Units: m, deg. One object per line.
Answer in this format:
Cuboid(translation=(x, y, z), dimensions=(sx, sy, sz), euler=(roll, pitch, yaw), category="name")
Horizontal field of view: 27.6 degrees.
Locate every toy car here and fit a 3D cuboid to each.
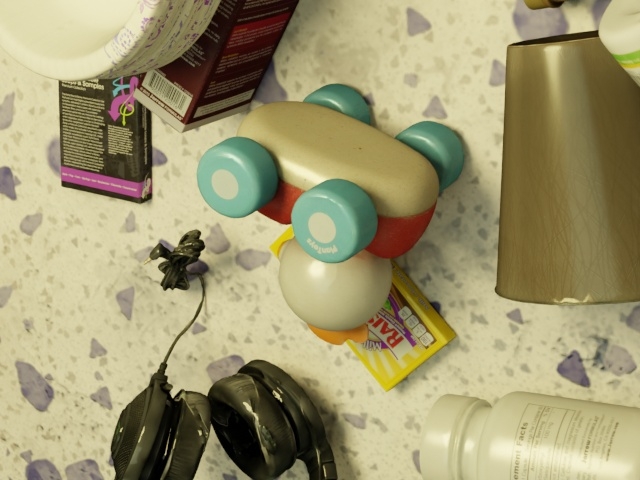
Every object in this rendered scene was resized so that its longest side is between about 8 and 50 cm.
Cuboid(translation=(0.000, 0.000, 1.294), dimensions=(0.210, 0.219, 0.238), euler=(25, 123, 22), category="toy car")

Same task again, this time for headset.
Cuboid(translation=(-0.111, 0.195, 1.411), dimensions=(0.185, 0.243, 0.394), euler=(128, 130, -58), category="headset")

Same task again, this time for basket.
Cuboid(translation=(0.241, -0.070, 1.167), dimensions=(0.204, 0.154, 0.227), euler=(-3, 101, 30), category="basket")

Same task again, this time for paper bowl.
Cuboid(translation=(-0.195, -0.293, 1.199), dimensions=(0.284, 0.148, 0.284), euler=(10, 108, 34), category="paper bowl")

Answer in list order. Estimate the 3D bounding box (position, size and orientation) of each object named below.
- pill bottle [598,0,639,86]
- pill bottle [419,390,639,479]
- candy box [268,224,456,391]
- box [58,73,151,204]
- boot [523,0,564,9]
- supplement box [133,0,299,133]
Cuboid(translation=(0.352, -0.124, 1.056), dimensions=(0.246, 0.136, 0.136), euler=(44, 126, -16), category="pill bottle")
Cuboid(translation=(0.222, 0.217, 1.283), dimensions=(0.229, 0.131, 0.131), euler=(5, 109, 30), category="pill bottle")
Cuboid(translation=(0.042, 0.054, 1.397), dimensions=(0.206, 0.027, 0.105), euler=(50, 126, 7), category="candy box")
Cuboid(translation=(-0.248, -0.131, 1.506), dimensions=(0.116, 0.029, 0.162), euler=(13, 114, 26), category="box")
Cuboid(translation=(0.285, -0.318, 1.094), dimensions=(0.269, 0.089, 0.236), euler=(-5, 117, 33), category="boot")
Cuboid(translation=(-0.087, -0.233, 1.313), dimensions=(0.073, 0.130, 0.239), euler=(38, 121, 15), category="supplement box")
